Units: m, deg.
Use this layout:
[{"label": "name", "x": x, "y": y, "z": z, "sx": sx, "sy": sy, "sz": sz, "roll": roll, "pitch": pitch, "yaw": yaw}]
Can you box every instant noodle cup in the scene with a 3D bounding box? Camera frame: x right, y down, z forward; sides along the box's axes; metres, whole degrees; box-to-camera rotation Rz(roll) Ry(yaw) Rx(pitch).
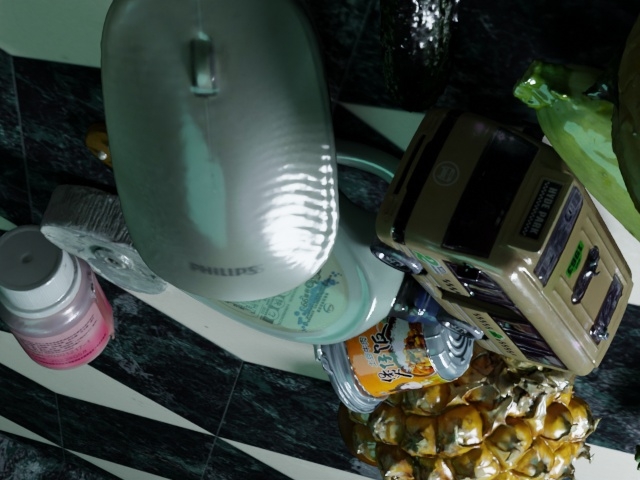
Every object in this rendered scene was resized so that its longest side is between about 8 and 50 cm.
[{"label": "instant noodle cup", "x": 0.091, "y": 0.094, "z": 1.368, "sx": 0.125, "sy": 0.208, "sz": 0.178, "roll": -8, "pitch": 106, "yaw": 26}]

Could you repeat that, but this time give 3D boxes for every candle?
[{"label": "candle", "x": -0.240, "y": -0.001, "z": 1.554, "sx": 0.168, "sy": 0.068, "sz": 0.192, "roll": -4, "pitch": 149, "yaw": 43}]

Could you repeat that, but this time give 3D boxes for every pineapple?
[{"label": "pineapple", "x": 0.181, "y": 0.231, "z": 1.506, "sx": 0.344, "sy": 0.209, "sz": 0.286, "roll": 27, "pitch": 156, "yaw": -7}]

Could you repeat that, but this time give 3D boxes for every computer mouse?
[{"label": "computer mouse", "x": -0.086, "y": -0.079, "z": 1.079, "sx": 0.197, "sy": 0.095, "sz": 0.331, "roll": -3, "pitch": 127, "yaw": 5}]

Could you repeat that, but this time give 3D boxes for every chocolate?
[{"label": "chocolate", "x": 0.084, "y": 0.257, "z": 1.799, "sx": 0.124, "sy": 0.127, "sz": 0.133, "roll": 61, "pitch": 160, "yaw": -9}]

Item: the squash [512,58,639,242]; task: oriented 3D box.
[{"label": "squash", "x": 0.293, "y": -0.033, "z": 0.980, "sx": 0.370, "sy": 0.118, "sz": 0.118, "roll": 34, "pitch": 154, "yaw": -16}]

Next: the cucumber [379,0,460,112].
[{"label": "cucumber", "x": 0.074, "y": -0.161, "z": 0.953, "sx": 0.067, "sy": 0.067, "sz": 0.245, "roll": 17, "pitch": 154, "yaw": 11}]

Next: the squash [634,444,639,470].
[{"label": "squash", "x": 0.440, "y": 0.207, "z": 1.372, "sx": 0.101, "sy": 0.101, "sz": 0.379, "roll": 25, "pitch": 158, "yaw": -6}]

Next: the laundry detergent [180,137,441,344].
[{"label": "laundry detergent", "x": 0.000, "y": 0.000, "z": 1.232, "sx": 0.280, "sy": 0.215, "sz": 0.105, "roll": 21, "pitch": -160, "yaw": 0}]

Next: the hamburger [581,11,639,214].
[{"label": "hamburger", "x": 0.318, "y": -0.047, "z": 0.814, "sx": 0.308, "sy": 0.211, "sz": 0.132, "roll": 17, "pitch": 160, "yaw": 8}]

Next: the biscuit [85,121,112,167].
[{"label": "biscuit", "x": -0.177, "y": -0.066, "z": 1.412, "sx": 0.205, "sy": 0.031, "sz": 0.138, "roll": 36, "pitch": 153, "yaw": -24}]

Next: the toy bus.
[{"label": "toy bus", "x": 0.167, "y": 0.009, "z": 1.090, "sx": 0.157, "sy": 0.139, "sz": 0.289, "roll": 18, "pitch": 164, "yaw": 33}]

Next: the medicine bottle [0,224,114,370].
[{"label": "medicine bottle", "x": -0.375, "y": 0.077, "z": 1.742, "sx": 0.147, "sy": 0.147, "sz": 0.247, "roll": 17, "pitch": 155, "yaw": 12}]
